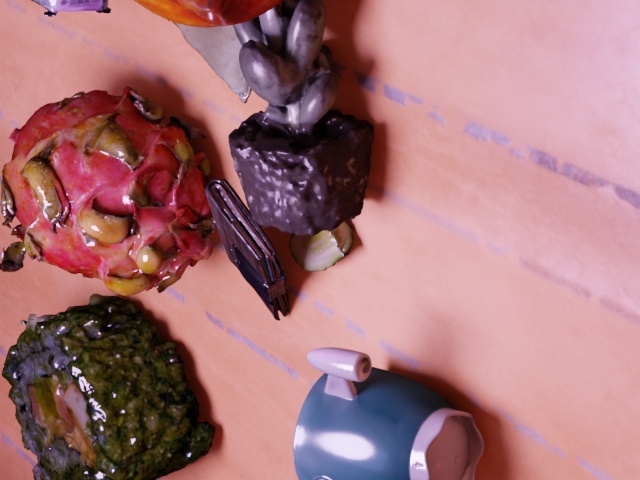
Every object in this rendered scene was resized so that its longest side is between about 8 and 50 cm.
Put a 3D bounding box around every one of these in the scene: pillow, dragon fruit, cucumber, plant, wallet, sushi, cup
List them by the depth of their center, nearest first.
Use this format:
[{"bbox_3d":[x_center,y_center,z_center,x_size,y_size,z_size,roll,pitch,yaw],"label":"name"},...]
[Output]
[{"bbox_3d":[-0.024,-0.150,1.615,0.146,0.149,0.274,3,112,31],"label":"plant"},{"bbox_3d":[0.085,0.230,1.645,0.173,0.167,0.299,8,139,40],"label":"cup"},{"bbox_3d":[0.000,0.000,1.741,0.067,0.035,0.107,57,148,-1],"label":"cucumber"},{"bbox_3d":[-0.160,-0.325,1.755,0.302,0.075,0.185,49,147,24],"label":"pillow"},{"bbox_3d":[-0.087,0.015,1.772,0.124,0.042,0.230,54,168,19],"label":"wallet"},{"bbox_3d":[-0.271,-0.051,1.881,0.291,0.269,0.250,45,147,34],"label":"dragon fruit"},{"bbox_3d":[-0.330,0.231,2.144,0.352,0.178,0.294,-23,86,56],"label":"sushi"}]

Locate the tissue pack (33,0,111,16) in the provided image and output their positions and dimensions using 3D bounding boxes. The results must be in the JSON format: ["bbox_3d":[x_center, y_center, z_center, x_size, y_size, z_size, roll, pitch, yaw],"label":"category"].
[{"bbox_3d":[-0.363,-0.495,1.869,0.259,0.122,0.361,31,123,44],"label":"tissue pack"}]

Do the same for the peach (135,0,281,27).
[{"bbox_3d":[-0.114,-0.387,1.467,0.373,0.372,0.290,15,161,48],"label":"peach"}]
